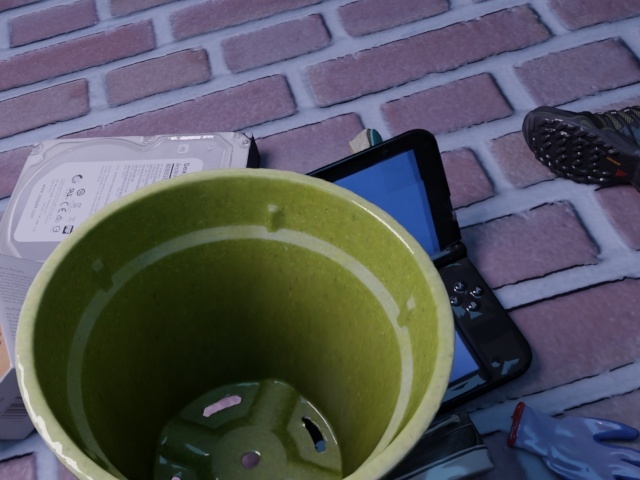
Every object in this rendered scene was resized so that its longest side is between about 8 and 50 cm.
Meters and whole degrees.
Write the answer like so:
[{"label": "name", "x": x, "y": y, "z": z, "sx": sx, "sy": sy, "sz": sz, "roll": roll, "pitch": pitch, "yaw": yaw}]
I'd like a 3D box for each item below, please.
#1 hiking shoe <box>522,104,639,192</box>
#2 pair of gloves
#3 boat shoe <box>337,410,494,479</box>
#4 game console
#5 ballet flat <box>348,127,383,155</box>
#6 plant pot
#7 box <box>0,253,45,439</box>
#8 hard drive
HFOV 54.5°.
[{"label": "hiking shoe", "x": 0.380, "y": -0.130, "z": 0.810, "sx": 0.227, "sy": 0.086, "sz": 0.114, "roll": 23, "pitch": 49, "yaw": 16}, {"label": "pair of gloves", "x": 0.241, "y": 0.257, "z": 0.598, "sx": 0.159, "sy": 0.023, "sz": 0.198, "roll": 18, "pitch": 60, "yaw": 22}, {"label": "boat shoe", "x": 0.059, "y": 0.232, "z": 0.614, "sx": 0.219, "sy": 0.078, "sz": 0.070, "roll": -16, "pitch": 60, "yaw": -12}, {"label": "game console", "x": 0.049, "y": 0.062, "z": 0.668, "sx": 0.293, "sy": 0.173, "sz": 0.250, "roll": -24, "pitch": 56, "yaw": -6}, {"label": "ballet flat", "x": 0.068, "y": -0.080, "z": 0.842, "sx": 0.052, "sy": 0.057, "sz": 0.168, "roll": -26, "pitch": 47, "yaw": 25}, {"label": "plant pot", "x": -0.059, "y": 0.127, "z": 0.491, "sx": 0.276, "sy": 0.254, "sz": 0.276, "roll": 3, "pitch": 46, "yaw": -3}, {"label": "box", "x": -0.365, "y": 0.120, "z": 0.715, "sx": 0.130, "sy": 0.091, "sz": 0.170, "roll": -46, "pitch": 56, "yaw": 16}, {"label": "hard drive", "x": -0.264, "y": -0.042, "z": 0.856, "sx": 0.338, "sy": 0.064, "sz": 0.237, "roll": 0, "pitch": 57, "yaw": 8}]
